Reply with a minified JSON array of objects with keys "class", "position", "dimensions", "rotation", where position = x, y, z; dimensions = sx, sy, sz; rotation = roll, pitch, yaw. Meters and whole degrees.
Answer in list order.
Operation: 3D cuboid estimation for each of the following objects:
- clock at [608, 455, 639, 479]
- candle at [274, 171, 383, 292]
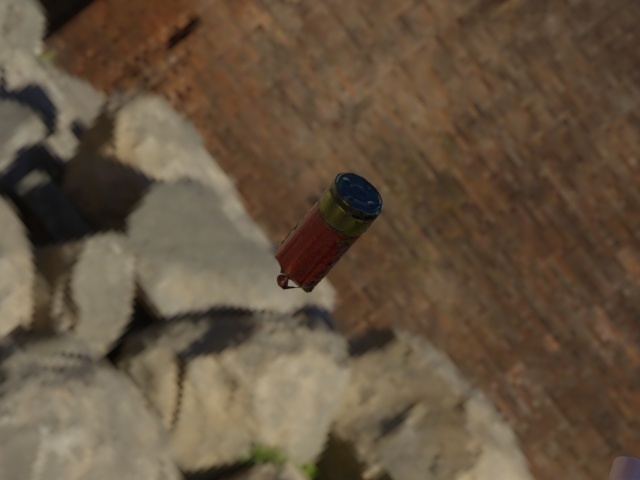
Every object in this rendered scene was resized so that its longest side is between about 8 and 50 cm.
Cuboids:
[{"class":"clock","position":[0.210,0.240,1.286],"dimensions":[0.275,0.080,0.290],"rotation":[13,-26,21]},{"class":"candle","position":[0.000,0.000,1.560],"dimensions":[0.052,0.131,0.052],"rotation":[25,37,-20]}]
